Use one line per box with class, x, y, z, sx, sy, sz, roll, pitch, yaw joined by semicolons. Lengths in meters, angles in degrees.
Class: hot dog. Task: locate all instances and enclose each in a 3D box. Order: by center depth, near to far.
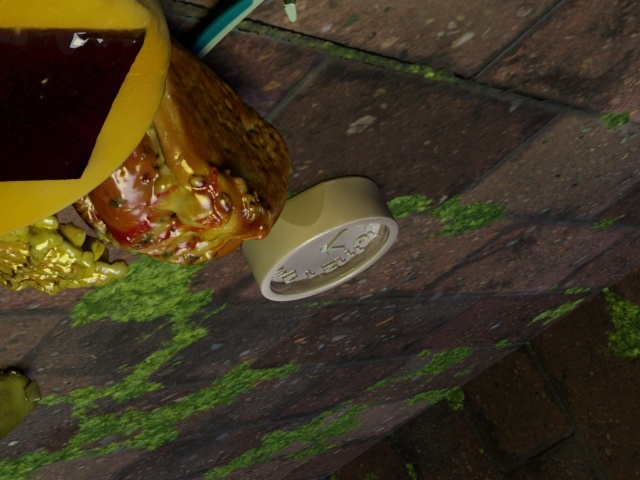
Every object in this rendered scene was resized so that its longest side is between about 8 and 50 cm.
hot dog;-0.123;-0.060;0.883;0.150;0.153;0.257;-14;154;23

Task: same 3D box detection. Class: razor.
razor;-0.090;-0.171;0.892;0.037;0.068;0.191;32;132;-32

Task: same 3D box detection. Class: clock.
clock;0.000;0.000;1.343;0.197;0.068;0.197;-23;159;-10

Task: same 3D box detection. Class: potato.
potato;-0.460;0.230;1.306;0.226;0.090;0.117;-19;152;-36

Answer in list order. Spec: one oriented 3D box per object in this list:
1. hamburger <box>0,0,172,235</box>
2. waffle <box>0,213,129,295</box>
hamburger;-0.239;-0.127;0.629;0.300;0.176;0.300;-21;154;-11
waffle;-0.289;-0.003;0.853;0.238;0.058;0.243;9;168;25
